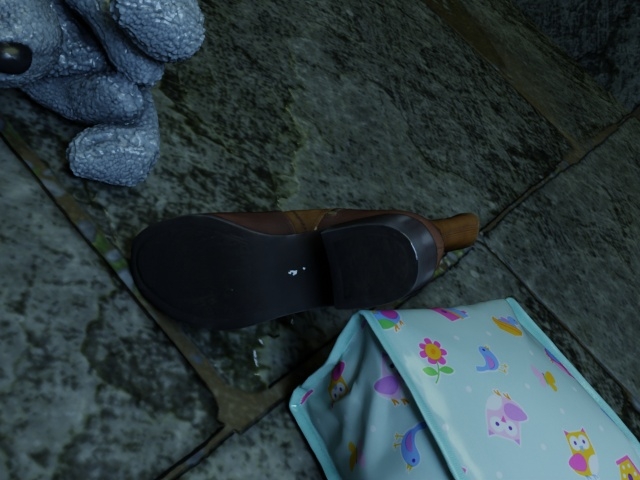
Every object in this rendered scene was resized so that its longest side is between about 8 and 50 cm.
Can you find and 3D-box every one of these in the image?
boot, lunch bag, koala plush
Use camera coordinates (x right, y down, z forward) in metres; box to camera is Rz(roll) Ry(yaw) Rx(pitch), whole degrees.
[{"bbox_3d":[0.000,0.000,0.639,0.280,0.264,0.096,-21,99,-69],"label":"boot"},{"bbox_3d":[0.135,0.187,0.542,0.223,0.160,0.262,-1,47,-41],"label":"lunch bag"},{"bbox_3d":[-0.252,-0.178,0.583,0.221,0.196,0.203,2,39,-38],"label":"koala plush"}]
